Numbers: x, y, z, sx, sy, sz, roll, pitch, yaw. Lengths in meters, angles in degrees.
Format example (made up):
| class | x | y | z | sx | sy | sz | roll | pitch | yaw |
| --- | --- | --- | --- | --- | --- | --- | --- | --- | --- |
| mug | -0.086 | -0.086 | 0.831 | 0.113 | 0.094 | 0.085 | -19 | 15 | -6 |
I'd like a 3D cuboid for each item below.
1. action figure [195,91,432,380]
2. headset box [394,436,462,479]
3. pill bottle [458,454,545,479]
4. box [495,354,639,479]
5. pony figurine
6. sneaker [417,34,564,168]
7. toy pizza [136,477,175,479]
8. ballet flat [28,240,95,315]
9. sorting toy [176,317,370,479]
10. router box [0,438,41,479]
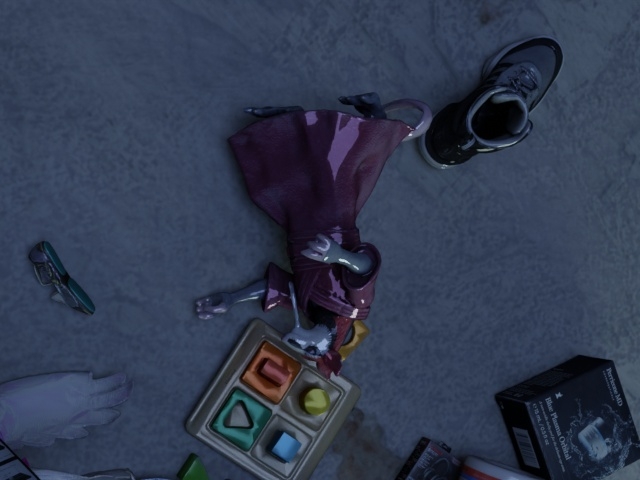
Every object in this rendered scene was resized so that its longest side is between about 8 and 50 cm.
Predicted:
| class | x | y | z | sx | sy | sz | roll | pitch | yaw |
| --- | --- | --- | --- | --- | --- | --- | --- | --- | --- |
| action figure | 0.000 | 0.000 | 1.756 | 0.276 | 0.248 | 0.370 | -8 | 92 | -47 |
| headset box | 0.155 | 0.323 | 1.865 | 0.062 | 0.032 | 0.083 | 39 | 79 | -16 |
| pill bottle | 0.229 | 0.422 | 1.842 | 0.124 | 0.124 | 0.221 | 20 | 86 | -19 |
| box | 0.361 | 0.268 | 1.910 | 0.158 | 0.093 | 0.156 | -22 | 97 | -20 |
| pony figurine | -0.401 | 0.287 | 1.559 | 0.351 | 0.303 | 0.363 | 5 | 103 | -12 |
| sneaker | 0.267 | -0.197 | 1.843 | 0.268 | 0.153 | 0.101 | -41 | 103 | -16 |
| toy pizza | -0.217 | 0.409 | 1.715 | 0.201 | 0.032 | 0.201 | 1 | 85 | -12 |
| ballet flat | -0.334 | 0.054 | 1.687 | 0.041 | 0.041 | 0.114 | -37 | 102 | -16 |
| sorting toy | -0.056 | 0.227 | 1.779 | 0.196 | 0.047 | 0.347 | 36 | 78 | -17 |
| router box | -0.480 | 0.292 | 1.429 | 0.243 | 0.081 | 0.309 | 43 | 109 | 12 |
